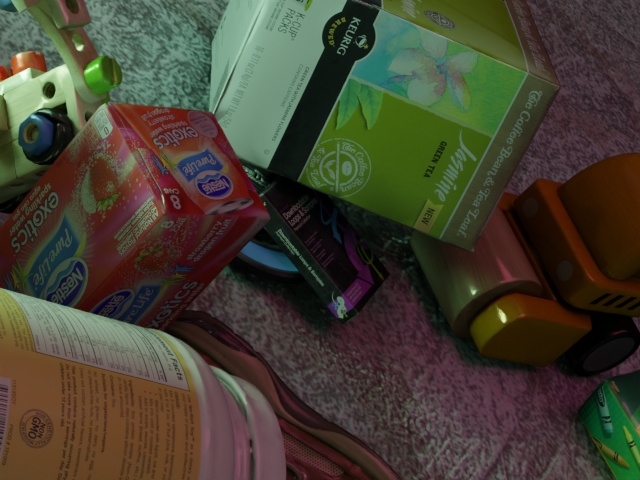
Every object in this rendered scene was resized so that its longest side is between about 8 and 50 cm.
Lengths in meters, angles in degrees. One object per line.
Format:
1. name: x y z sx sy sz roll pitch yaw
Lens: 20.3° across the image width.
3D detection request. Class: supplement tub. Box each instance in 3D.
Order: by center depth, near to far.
1. supplement tub: -0.215 0.163 1.308 0.331 0.241 0.241 19 39 -37

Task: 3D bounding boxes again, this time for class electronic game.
1. electronic game: -0.079 -0.048 1.915 0.229 0.048 0.229 30 33 -23

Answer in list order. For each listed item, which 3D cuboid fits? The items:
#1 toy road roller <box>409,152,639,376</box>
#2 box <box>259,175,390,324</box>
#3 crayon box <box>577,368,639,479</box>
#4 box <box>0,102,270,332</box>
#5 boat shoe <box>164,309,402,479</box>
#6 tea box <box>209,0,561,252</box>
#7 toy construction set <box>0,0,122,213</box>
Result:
1. toy road roller: 0.293 0.006 2.110 0.329 0.240 0.202 10 45 -45
2. box: 0.000 0.000 1.899 0.162 0.029 0.116 50 29 -4
3. crayon box: 0.443 0.276 2.076 0.165 0.081 0.278 -12 60 -32
4. box: -0.181 0.011 1.515 0.128 0.257 0.123 2 51 -49
5. boat shoe: -0.041 0.205 1.605 0.324 0.122 0.120 40 70 2
6. tea box: 0.060 -0.195 1.972 0.323 0.220 0.329 21 23 -10
7. toy construction set: -0.282 -0.144 1.557 0.151 0.327 0.215 3 68 -40
